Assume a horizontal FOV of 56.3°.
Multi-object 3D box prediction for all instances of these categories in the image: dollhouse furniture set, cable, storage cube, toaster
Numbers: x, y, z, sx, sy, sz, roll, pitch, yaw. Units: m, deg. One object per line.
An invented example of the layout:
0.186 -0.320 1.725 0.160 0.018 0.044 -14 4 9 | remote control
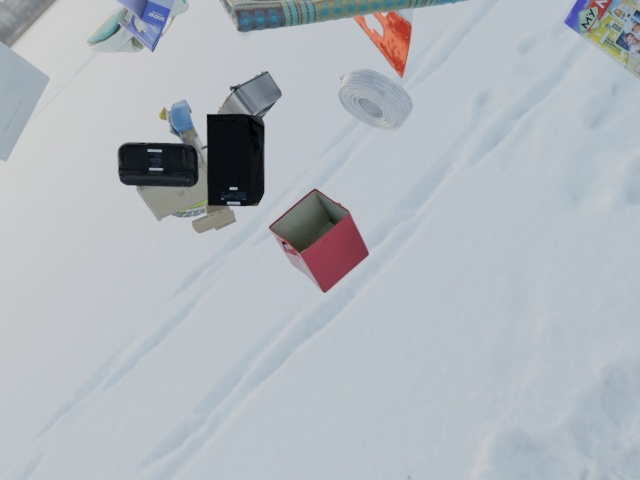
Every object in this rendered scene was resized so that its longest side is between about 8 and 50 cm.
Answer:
-0.417 -0.209 1.779 0.198 0.286 0.303 -21 50 0 | dollhouse furniture set
0.182 -0.473 2.014 0.089 0.257 0.257 -58 17 -12 | cable
0.000 0.000 1.763 0.215 0.193 0.184 -40 44 -12 | storage cube
-0.235 -0.447 1.953 0.186 0.110 0.168 -41 3 -38 | toaster

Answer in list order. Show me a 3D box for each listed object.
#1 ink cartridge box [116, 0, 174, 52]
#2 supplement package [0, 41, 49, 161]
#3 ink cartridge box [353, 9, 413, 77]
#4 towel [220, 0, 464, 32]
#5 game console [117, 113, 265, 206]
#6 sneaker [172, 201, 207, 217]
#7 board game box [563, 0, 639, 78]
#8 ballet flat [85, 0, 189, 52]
-0.324 -0.541 1.142 0.186 0.065 0.311 43 117 36 | ink cartridge box
-0.732 -0.313 1.171 0.263 0.198 0.199 21 82 20 | supplement package
0.060 -0.521 1.090 0.091 0.385 0.308 -23 60 -13 | ink cartridge box
0.042 -0.353 0.757 0.370 0.040 0.271 -14 44 -15 | towel
-0.306 -0.190 1.401 0.361 0.213 0.044 2 7 9 | game console
-0.372 -0.167 1.979 0.300 0.121 0.111 -27 1 -24 | sneaker
0.588 -0.461 1.017 0.213 0.046 0.317 54 140 30 | board game box
-0.521 -0.611 1.703 0.400 0.139 0.139 -16 41 38 | ballet flat
